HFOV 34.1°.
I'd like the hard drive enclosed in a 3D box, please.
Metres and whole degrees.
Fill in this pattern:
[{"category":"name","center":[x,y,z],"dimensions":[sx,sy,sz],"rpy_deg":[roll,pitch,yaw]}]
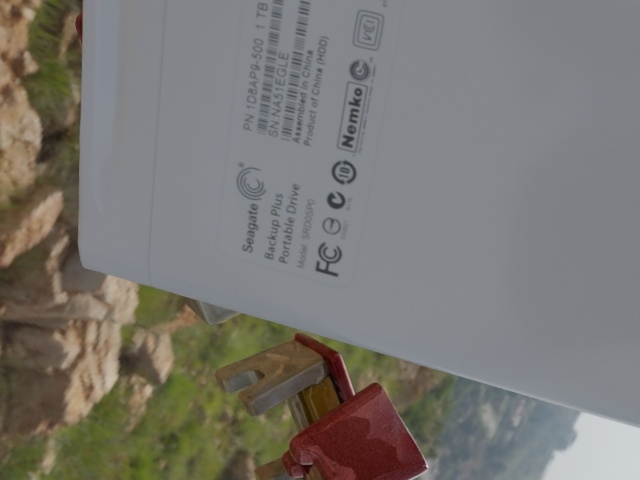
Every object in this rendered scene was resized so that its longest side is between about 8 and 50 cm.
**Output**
[{"category":"hard drive","center":[0.083,-0.048,0.380],"dimensions":[0.047,0.353,0.233],"rpy_deg":[-58,160,-58]}]

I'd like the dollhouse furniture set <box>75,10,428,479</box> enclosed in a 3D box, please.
[{"category":"dollhouse furniture set","center":[0.000,0.000,0.647],"dimensions":[0.152,0.201,0.374],"rpy_deg":[-25,108,-18]}]
